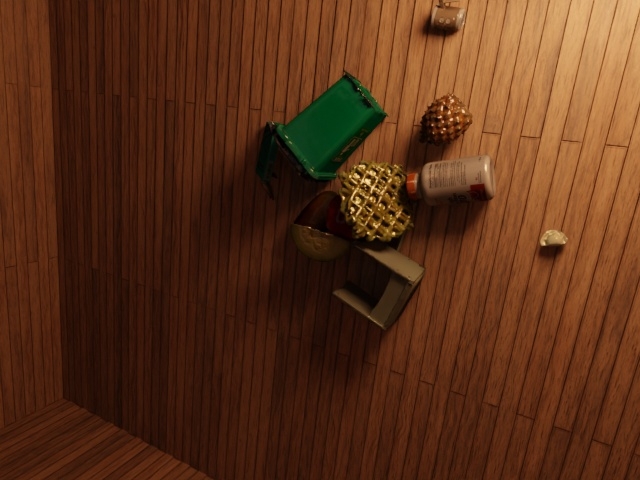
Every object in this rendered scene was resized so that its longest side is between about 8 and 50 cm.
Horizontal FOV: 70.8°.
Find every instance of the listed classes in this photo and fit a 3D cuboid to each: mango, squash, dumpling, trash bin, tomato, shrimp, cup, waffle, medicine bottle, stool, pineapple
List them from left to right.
[{"bbox_3d":[-0.221,-0.243,1.998,0.090,0.025,0.127,-24,86,28],"label":"shrimp"},{"bbox_3d":[-0.010,-0.100,1.868,0.267,0.111,0.133,-46,62,28],"label":"mango"},{"bbox_3d":[0.000,0.000,1.814,0.236,0.155,0.204,20,129,5],"label":"squash"},{"bbox_3d":[0.033,-0.435,1.714,0.381,0.259,0.295,-41,80,21],"label":"trash bin"},{"bbox_3d":[0.111,-0.088,1.749,0.136,0.195,0.195,25,116,61],"label":"tomato"},{"bbox_3d":[0.210,-0.149,1.663,0.296,0.073,0.318,-8,79,-15],"label":"waffle"},{"bbox_3d":[0.227,0.162,1.753,0.269,0.170,0.244,33,117,17],"label":"stool"},{"bbox_3d":[0.420,-0.406,1.564,0.193,0.166,0.166,-39,81,27],"label":"pineapple"},{"bbox_3d":[0.453,-0.205,1.582,0.288,0.157,0.157,-5,98,28],"label":"medicine bottle"},{"bbox_3d":[0.436,-0.768,1.522,0.099,0.074,0.102,20,129,20],"label":"cup"},{"bbox_3d":[0.785,-0.007,1.517,0.077,0.043,0.060,-18,75,44],"label":"dumpling"}]

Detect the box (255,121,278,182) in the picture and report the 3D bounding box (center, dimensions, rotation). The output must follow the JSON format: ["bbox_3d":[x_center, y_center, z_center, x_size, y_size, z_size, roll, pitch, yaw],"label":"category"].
[{"bbox_3d":[-0.222,-0.377,1.910,0.161,0.042,0.227,-131,53,-59],"label":"box"}]

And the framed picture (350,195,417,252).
[{"bbox_3d":[0.243,-0.063,1.799,0.216,0.016,0.274,23,110,22],"label":"framed picture"}]
